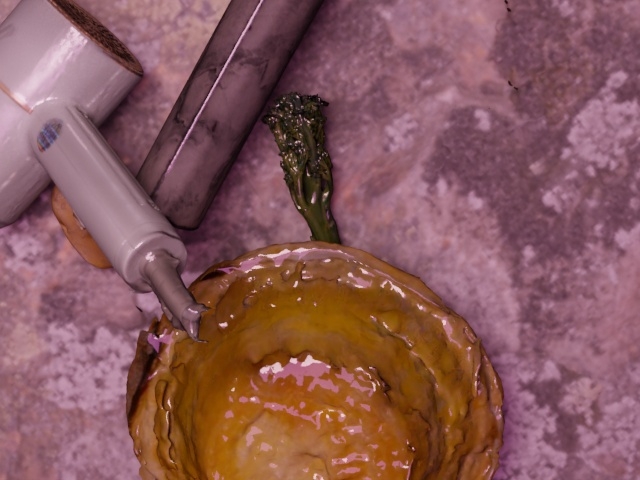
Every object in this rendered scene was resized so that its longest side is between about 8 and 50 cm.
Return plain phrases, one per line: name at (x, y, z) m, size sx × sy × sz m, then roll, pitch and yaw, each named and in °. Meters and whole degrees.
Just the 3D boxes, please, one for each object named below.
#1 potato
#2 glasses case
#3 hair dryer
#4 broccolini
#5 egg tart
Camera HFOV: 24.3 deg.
potato at (-0.173, -0.021, 1.159) m, size 0.068 × 0.062 × 0.083 m, roll -8°, pitch 120°, yaw 24°
glasses case at (-0.047, -0.150, 1.106) m, size 0.060 × 0.114 × 0.299 m, roll 29°, pitch 97°, yaw -1°
hair dryer at (-0.167, -0.031, 1.037) m, size 0.173 × 0.357 × 0.107 m, roll -49°, pitch 135°, yaw 8°
broccolini at (0.000, 0.000, 1.161) m, size 0.054 × 0.051 × 0.239 m, roll -11°, pitch 103°, yaw 1°
egg tart at (-0.007, 0.144, 1.121) m, size 0.295 × 0.116 × 0.294 m, roll 1°, pitch 107°, yaw 4°
